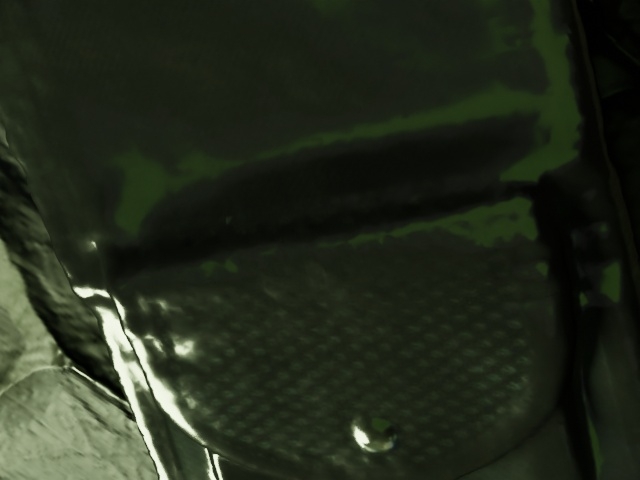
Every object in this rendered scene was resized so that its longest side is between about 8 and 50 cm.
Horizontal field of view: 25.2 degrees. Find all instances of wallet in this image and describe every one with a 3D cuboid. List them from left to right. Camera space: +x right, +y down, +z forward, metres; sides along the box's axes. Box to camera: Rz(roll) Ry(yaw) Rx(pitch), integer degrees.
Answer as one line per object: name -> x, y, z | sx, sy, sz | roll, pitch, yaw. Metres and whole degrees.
wallet -> 0.000, 0.000, 0.581 | 0.247, 0.041, 0.323 | -9, 110, 20
